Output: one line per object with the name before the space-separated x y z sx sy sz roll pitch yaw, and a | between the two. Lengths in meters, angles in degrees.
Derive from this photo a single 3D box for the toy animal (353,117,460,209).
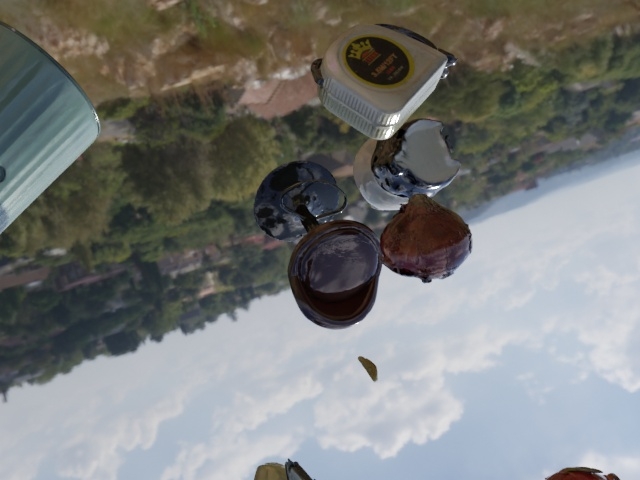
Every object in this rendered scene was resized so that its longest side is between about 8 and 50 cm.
toy animal | 0.208 -0.187 1.789 0.212 0.213 0.266 -17 179 -22

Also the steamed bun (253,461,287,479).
steamed bun | -0.090 0.641 1.702 0.154 0.200 0.250 10 147 5

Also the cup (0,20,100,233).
cup | -0.654 -0.186 1.249 0.392 0.401 0.310 -58 175 -25

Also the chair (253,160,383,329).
chair | 0.000 0.000 1.624 0.226 0.227 0.401 -18 -145 -9

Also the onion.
onion | 0.190 -0.013 1.333 0.184 0.147 0.184 -14 -155 7

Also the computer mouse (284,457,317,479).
computer mouse | -0.022 0.572 1.556 0.071 0.231 0.126 -35 -160 -17

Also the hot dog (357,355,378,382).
hot dog | 0.145 0.369 2.089 0.034 0.090 0.030 -34 164 -1

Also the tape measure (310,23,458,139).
tape measure | 0.120 -0.355 1.516 0.271 0.231 0.133 -47 167 -29

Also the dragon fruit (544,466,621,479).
dragon fruit | 0.670 0.683 1.817 0.227 0.224 0.224 -8 -177 29
